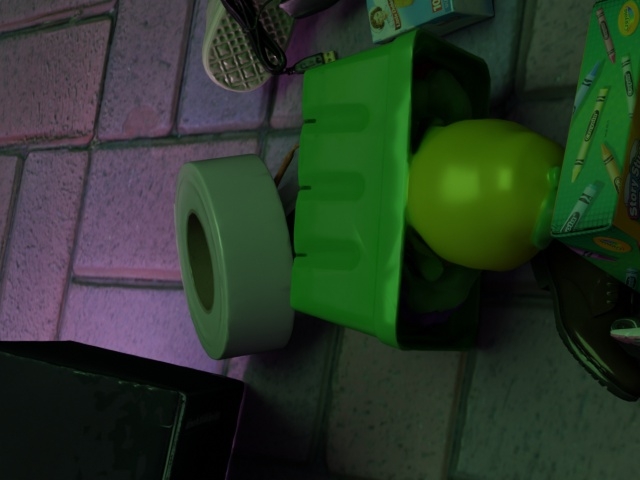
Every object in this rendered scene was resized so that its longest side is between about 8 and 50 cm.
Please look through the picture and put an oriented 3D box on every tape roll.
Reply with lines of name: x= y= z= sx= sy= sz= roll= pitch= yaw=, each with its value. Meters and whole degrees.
tape roll: x=-0.125 y=0.022 z=1.970 sx=0.286 sy=0.100 sz=0.286 roll=171 pitch=90 yaw=-73

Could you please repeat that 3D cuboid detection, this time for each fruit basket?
fruit basket: x=0.157 y=-0.052 z=1.619 sx=0.392 sy=0.283 sz=0.392 roll=-3 pitch=84 yaw=28

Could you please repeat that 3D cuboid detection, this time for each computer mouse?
computer mouse: x=-0.002 y=-0.339 z=2.011 sx=0.262 sy=0.184 sz=0.060 roll=-23 pitch=19 yaw=10

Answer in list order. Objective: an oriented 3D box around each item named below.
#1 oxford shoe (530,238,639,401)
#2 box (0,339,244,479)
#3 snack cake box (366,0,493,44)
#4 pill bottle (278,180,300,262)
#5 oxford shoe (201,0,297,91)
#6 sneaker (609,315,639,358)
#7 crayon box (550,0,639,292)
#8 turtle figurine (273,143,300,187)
oxford shoe: x=0.312 y=0.073 z=1.557 sx=0.096 sy=0.083 sz=0.227 roll=-42 pitch=51 yaw=29
box: x=-0.314 y=0.388 z=1.846 sx=0.297 sy=0.480 sz=0.472 roll=13 pitch=87 yaw=6
snack cake box: x=0.129 y=-0.406 z=1.864 sx=0.152 sy=0.089 sz=0.264 roll=-15 pitch=82 yaw=45
pill bottle: x=0.000 y=0.000 z=1.921 sx=0.108 sy=0.108 sz=0.180 roll=-59 pitch=42 yaw=19
oxford shoe: x=-0.051 y=-0.434 z=2.087 sx=0.449 sy=0.169 sz=0.130 roll=-61 pitch=17 yaw=17
sneaker: x=0.395 y=0.080 z=1.465 sx=0.178 sy=0.072 sz=0.077 roll=-6 pitch=58 yaw=25
crayon box: x=0.343 y=-0.102 z=1.466 sx=0.081 sy=0.165 sz=0.278 roll=-9 pitch=60 yaw=48
turtle figurine: x=0.076 y=-0.102 z=1.871 sx=0.269 sy=0.087 sz=0.217 roll=-39 pitch=57 yaw=6
